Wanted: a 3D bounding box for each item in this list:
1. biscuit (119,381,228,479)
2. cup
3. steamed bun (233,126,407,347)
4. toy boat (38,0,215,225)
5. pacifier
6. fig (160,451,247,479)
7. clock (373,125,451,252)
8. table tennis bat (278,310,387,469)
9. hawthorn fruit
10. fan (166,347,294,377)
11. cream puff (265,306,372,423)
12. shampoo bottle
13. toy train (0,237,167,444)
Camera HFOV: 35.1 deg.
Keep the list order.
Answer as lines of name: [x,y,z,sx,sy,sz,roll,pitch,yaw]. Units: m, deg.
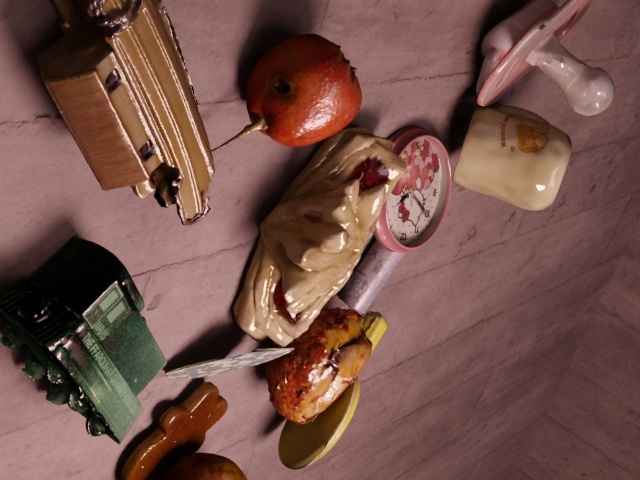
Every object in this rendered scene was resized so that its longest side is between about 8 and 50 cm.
biscuit: [-0.261,0.349,1.785,0.236,0.039,0.180,-46,155,-18]
cup: [0.389,-0.171,2.047,0.255,0.202,0.173,-49,156,-73]
steamed bun: [0.000,0.000,1.692,0.428,0.189,0.247,-56,144,1]
toy boat: [-0.247,-0.188,1.184,0.162,0.136,0.445,-47,146,-25]
pacifier: [0.434,-0.360,1.955,0.332,0.273,0.220,-39,131,-29]
fig: [-0.182,0.467,1.849,0.191,0.190,0.290,-63,158,11]
clock: [0.169,-0.096,1.934,0.244,0.056,0.244,-19,115,-48]
table tennis bat: [0.030,0.304,2.064,0.054,0.224,0.369,39,71,-20]
hawthorn fruit: [-0.071,-0.174,1.449,0.285,0.165,0.165,-41,149,-8]
fan: [-0.160,0.212,1.745,0.240,0.009,0.131,-8,160,-28]
cream puff: [-0.010,0.225,1.918,0.240,0.164,0.240,-34,158,-16]
shampoo bottle: [0.119,0.044,2.025,0.214,0.072,0.072,-56,152,3]
toy train: [-0.314,0.145,1.403,0.178,0.138,0.330,-49,152,-22]
